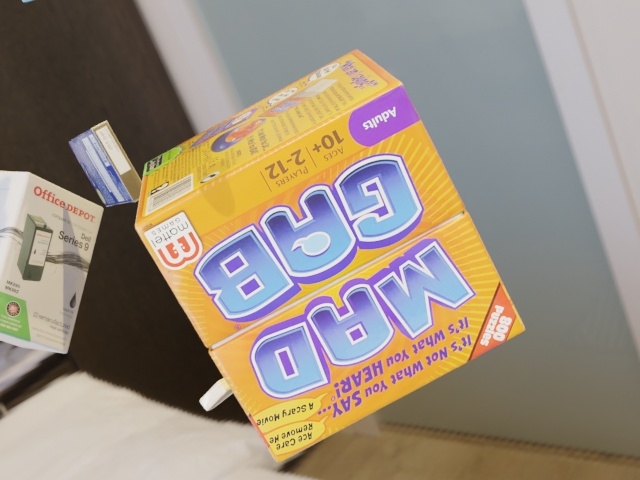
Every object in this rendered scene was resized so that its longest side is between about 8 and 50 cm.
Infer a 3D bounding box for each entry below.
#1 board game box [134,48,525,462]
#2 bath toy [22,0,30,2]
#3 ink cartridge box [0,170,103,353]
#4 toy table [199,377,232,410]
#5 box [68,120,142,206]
[{"bbox_3d":[0.000,0.000,1.536,0.356,0.356,0.356,-28,17,2],"label":"board game box"},{"bbox_3d":[-0.400,-0.484,1.484,0.129,0.348,0.151,-3,41,34],"label":"bath toy"},{"bbox_3d":[-0.535,0.039,2.087,0.121,0.211,0.289,3,75,33],"label":"ink cartridge box"},{"bbox_3d":[-0.102,0.215,2.118,0.161,0.274,0.252,-22,-32,-58],"label":"toy table"},{"bbox_3d":[-0.361,-0.125,1.937,0.036,0.136,0.225,-33,12,-20],"label":"box"}]
